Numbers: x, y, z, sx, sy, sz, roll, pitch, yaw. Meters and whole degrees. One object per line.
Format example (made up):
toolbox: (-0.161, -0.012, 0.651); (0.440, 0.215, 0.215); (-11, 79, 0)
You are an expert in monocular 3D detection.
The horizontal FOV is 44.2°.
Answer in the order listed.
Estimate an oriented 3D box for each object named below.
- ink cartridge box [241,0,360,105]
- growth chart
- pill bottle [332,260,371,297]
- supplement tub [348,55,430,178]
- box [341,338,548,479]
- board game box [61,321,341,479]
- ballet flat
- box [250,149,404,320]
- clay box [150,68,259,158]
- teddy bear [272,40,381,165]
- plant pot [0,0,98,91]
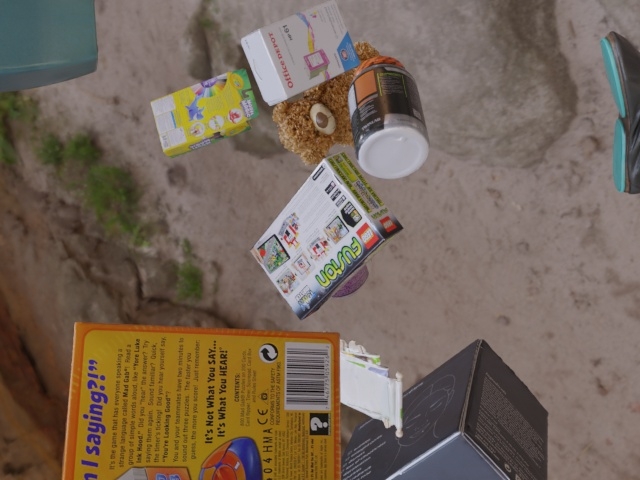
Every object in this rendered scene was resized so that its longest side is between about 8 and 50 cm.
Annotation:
ink cartridge box: (-0.024, -0.230, 0.965); (0.052, 0.122, 0.089); (0, 116, 59)
growth chart: (0.086, 0.295, 1.668); (0.237, 0.021, 0.172); (22, 118, 40)
pill bottle: (0.025, 0.032, 1.741); (0.169, 0.169, 0.301); (48, 174, 20)
supplement tub: (0.105, -0.200, 1.254); (0.117, 0.116, 0.191); (114, 160, -46)
box: (0.287, 0.563, 1.947); (0.480, 0.472, 0.297); (-41, 94, 24)
board game box: (-0.190, 0.327, 1.146); (0.356, 0.356, 0.357); (139, 133, -67)
ballet flat: (0.481, -0.195, 1.182); (0.096, 0.095, 0.281); (-13, 129, 12)
box: (0.000, 0.000, 0.928); (0.114, 0.036, 0.207); (53, 138, 9)
clay box: (-0.245, -0.276, 1.703); (0.053, 0.221, 0.128); (57, -165, -73)
teddy bear: (0.049, -0.309, 1.747); (0.113, 0.338, 0.245); (13, 117, 42)
plant pot: (-0.434, -0.297, 1.098); (0.165, 0.234, 0.166); (-176, 82, -74)
